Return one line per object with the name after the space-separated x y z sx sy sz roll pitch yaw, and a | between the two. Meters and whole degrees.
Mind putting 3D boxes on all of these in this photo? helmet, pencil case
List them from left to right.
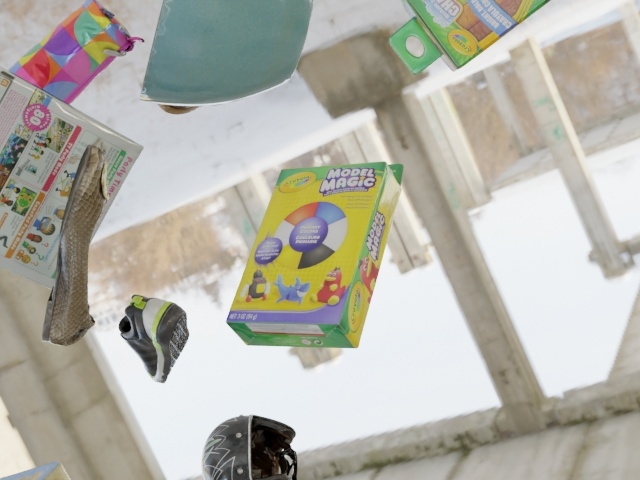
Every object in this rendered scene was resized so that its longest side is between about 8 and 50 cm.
-0.375 -0.248 1.324 0.236 0.104 0.104 -41 -175 4 | pencil case
-0.127 0.381 1.577 0.162 0.169 0.169 19 167 -23 | helmet

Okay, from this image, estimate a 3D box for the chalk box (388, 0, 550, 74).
0.196 -0.321 1.273 0.213 0.132 0.132 -38 -176 9 | chalk box

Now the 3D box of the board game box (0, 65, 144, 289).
-0.413 -0.099 1.152 0.224 0.303 0.097 -61 -152 -2 | board game box

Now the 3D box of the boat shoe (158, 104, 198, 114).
-0.188 -0.263 1.506 0.073 0.073 0.207 -53 175 31 | boat shoe

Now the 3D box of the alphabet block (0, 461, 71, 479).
-0.492 0.506 1.482 0.192 0.197 0.193 -19 -167 24 | alphabet block

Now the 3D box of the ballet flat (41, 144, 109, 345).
-0.268 0.012 1.038 0.058 0.249 0.084 12 -160 -12 | ballet flat

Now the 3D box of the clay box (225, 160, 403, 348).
0.000 0.000 0.919 0.127 0.053 0.222 -2 -126 28 | clay box

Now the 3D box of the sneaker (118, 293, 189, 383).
-0.262 0.142 1.420 0.234 0.097 0.084 108 7 -57 | sneaker

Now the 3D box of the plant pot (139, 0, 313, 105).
-0.121 -0.310 1.267 0.195 0.290 0.290 14 178 -13 | plant pot
